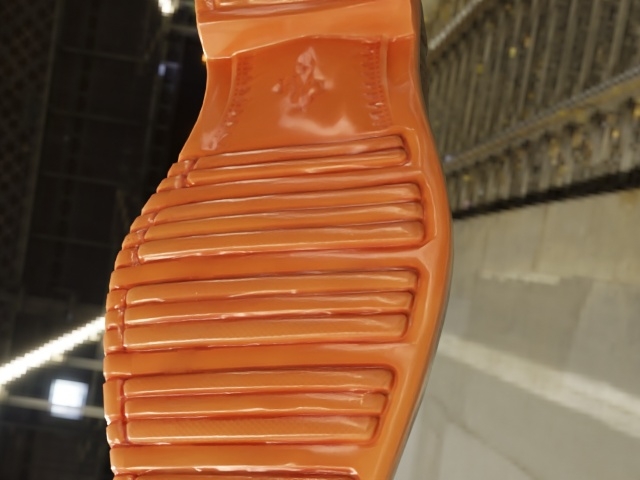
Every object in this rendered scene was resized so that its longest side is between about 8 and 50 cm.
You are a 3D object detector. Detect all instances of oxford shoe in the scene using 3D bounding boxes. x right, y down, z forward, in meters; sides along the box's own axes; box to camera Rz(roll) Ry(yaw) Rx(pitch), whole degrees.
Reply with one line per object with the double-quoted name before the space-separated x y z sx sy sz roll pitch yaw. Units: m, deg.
"oxford shoe" 0.000 0.000 0.574 0.133 0.129 0.364 73 -158 -55
